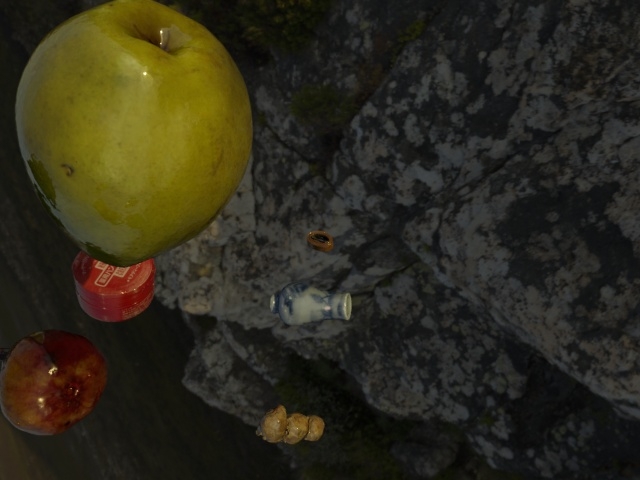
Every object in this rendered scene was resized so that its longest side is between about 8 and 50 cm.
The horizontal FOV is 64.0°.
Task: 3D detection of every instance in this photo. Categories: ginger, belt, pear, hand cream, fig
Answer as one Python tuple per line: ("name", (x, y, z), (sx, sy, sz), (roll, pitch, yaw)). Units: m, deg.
("ginger", (-0.074, 0.510, 1.400), (0.080, 0.204, 0.104), (30, 95, 54))
("belt", (0.000, 0.000, 1.567), (0.083, 0.059, 0.036), (17, 148, 17))
("pear", (-0.206, -0.107, 0.581), (0.253, 0.253, 0.307), (48, 136, 25))
("hand cream", (-0.514, 0.098, 1.284), (0.193, 0.193, 0.125), (45, 140, 27))
("fig", (-0.551, 0.238, 0.958), (0.290, 0.190, 0.190), (21, 121, 10))

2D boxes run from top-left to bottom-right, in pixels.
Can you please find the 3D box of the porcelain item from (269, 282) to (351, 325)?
("porcelain item", (-0.034, 0.209, 1.653), (0.259, 0.141, 0.141), (2, 106, 14))
